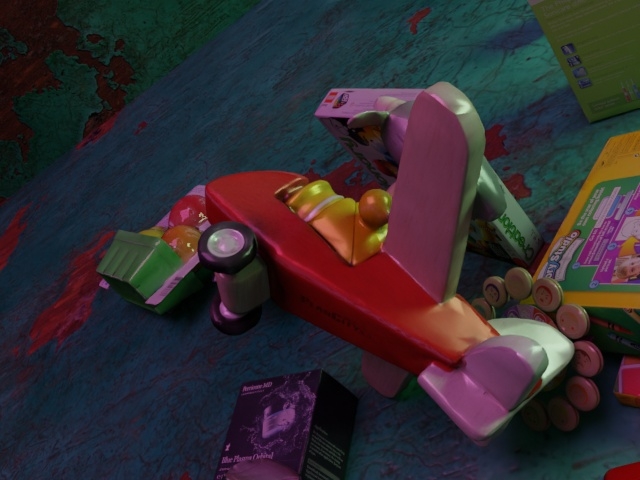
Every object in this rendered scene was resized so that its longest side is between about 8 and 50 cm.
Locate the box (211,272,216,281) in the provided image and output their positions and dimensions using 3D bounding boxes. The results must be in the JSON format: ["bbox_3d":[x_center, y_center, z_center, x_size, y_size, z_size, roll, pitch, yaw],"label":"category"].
[{"bbox_3d":[-0.139,0.035,1.138,0.244,0.060,0.100,170,117,-72],"label":"box"}]

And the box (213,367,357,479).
[{"bbox_3d":[-0.047,0.275,0.863,0.156,0.093,0.158,-18,41,34],"label":"box"}]

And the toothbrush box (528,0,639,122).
[{"bbox_3d":[0.413,-0.323,0.835,0.206,0.283,0.122,-16,44,37],"label":"toothbrush box"}]

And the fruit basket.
[{"bbox_3d":[-0.307,0.002,1.407,0.327,0.165,0.353,7,44,49],"label":"fruit basket"}]

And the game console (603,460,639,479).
[{"bbox_3d":[0.339,0.254,0.549,0.144,0.085,0.124,-27,69,26],"label":"game console"}]

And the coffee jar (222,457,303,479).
[{"bbox_3d":[-0.065,0.359,0.733,0.096,0.079,0.184,8,101,47],"label":"coffee jar"}]

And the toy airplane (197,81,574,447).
[{"bbox_3d":[0.091,0.034,0.681,0.386,0.384,0.272,-15,31,49],"label":"toy airplane"}]

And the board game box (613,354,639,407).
[{"bbox_3d":[0.425,0.119,0.585,0.259,0.039,0.124,4,56,45],"label":"board game box"}]

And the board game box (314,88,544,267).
[{"bbox_3d":[0.149,-0.084,0.842,0.053,0.305,0.193,-55,35,-11],"label":"board game box"}]

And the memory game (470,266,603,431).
[{"bbox_3d":[0.229,0.121,0.694,0.012,0.186,0.186,-9,20,-29],"label":"memory game"}]

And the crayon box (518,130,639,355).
[{"bbox_3d":[0.361,-0.010,0.696,0.278,0.081,0.165,-54,21,-20],"label":"crayon box"}]
